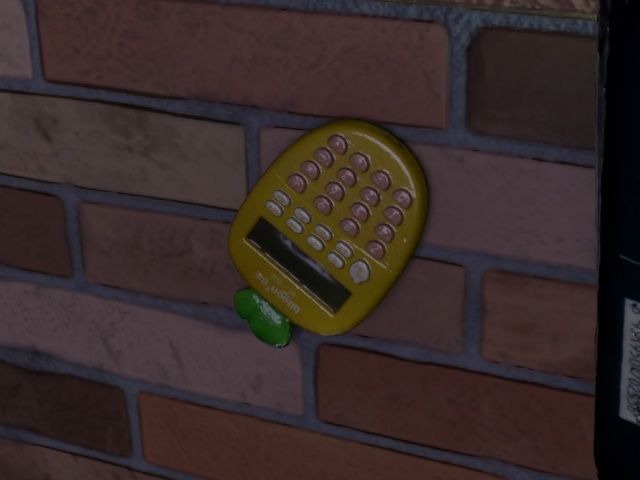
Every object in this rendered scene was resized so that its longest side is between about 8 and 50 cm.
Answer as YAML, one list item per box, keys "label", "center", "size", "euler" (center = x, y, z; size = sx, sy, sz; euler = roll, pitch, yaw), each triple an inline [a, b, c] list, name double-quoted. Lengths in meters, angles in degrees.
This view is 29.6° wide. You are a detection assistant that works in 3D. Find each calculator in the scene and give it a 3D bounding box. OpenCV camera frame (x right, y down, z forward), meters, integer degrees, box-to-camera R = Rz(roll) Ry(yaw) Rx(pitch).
- label: "calculator"
  center: [0.000, 0.000, 1.030]
  size: [0.146, 0.032, 0.235]
  euler: [40, 123, 4]

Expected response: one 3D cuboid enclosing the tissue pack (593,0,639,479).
- label: "tissue pack"
  center: [0.288, -0.032, 0.681]
  size: [0.264, 0.253, 0.417]
  euler: [5, 134, 19]
